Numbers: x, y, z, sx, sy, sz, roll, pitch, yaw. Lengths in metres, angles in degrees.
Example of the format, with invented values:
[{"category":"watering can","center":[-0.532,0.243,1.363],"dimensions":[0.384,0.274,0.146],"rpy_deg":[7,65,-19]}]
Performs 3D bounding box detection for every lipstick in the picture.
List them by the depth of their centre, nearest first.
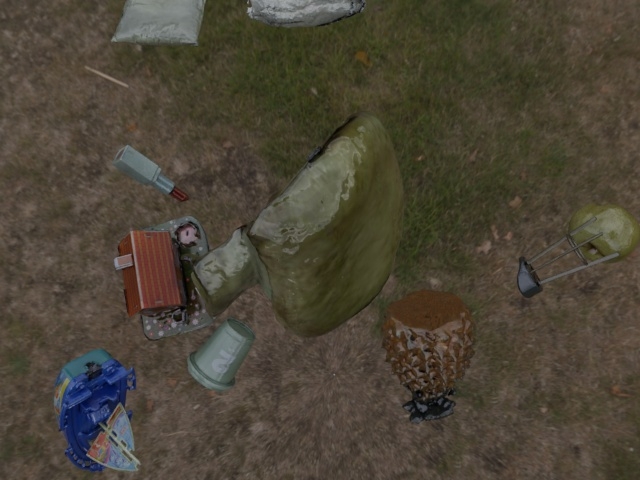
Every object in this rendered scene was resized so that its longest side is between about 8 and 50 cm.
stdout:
[{"category":"lipstick","center":[-0.253,-0.095,0.887],"dimensions":[0.129,0.030,0.030],"rpy_deg":[36,55,-34]}]

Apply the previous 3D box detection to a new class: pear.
[{"category":"pear","center":[0.712,-0.019,1.450],"dimensions":[0.167,0.167,0.136],"rpy_deg":[41,73,10]}]

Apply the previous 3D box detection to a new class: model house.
[{"category":"model house","center":[-0.380,0.077,1.396],"dimensions":[0.207,0.154,0.293],"rpy_deg":[-15,75,6]}]

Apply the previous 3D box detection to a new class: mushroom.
[{"category":"mushroom","center":[0.008,-0.004,0.663],"dimensions":[0.292,0.217,0.211],"rpy_deg":[-32,91,-27]}]

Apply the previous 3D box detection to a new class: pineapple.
[{"category":"pineapple","center":[0.253,0.305,1.365],"dimensions":[0.223,0.222,0.357],"rpy_deg":[-4,116,0]}]

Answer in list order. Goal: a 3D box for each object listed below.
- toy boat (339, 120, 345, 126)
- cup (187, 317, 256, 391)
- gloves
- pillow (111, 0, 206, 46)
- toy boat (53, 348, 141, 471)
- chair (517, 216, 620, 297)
[{"category":"toy boat","center":[0.049,-0.188,1.467],"dimensions":[0.088,0.225,0.068],"rpy_deg":[-8,35,-28]},{"category":"cup","center":[-0.208,0.245,1.254],"dimensions":[0.120,0.120,0.141],"rpy_deg":[38,95,9]},{"category":"gloves","center":[-0.018,-0.312,0.743],"dimensions":[0.153,0.114,0.070],"rpy_deg":[-6,117,-8]},{"category":"pillow","center":[-0.257,-0.416,0.972],"dimensions":[0.149,0.050,0.229],"rpy_deg":[2,68,9]},{"category":"toy boat","center":[-0.236,0.213,0.636],"dimensions":[0.110,0.174,0.091],"rpy_deg":[37,41,26]},{"category":"chair","center":[0.538,0.037,1.302],"dimensions":[0.222,0.104,0.095],"rpy_deg":[-36,37,22]}]
